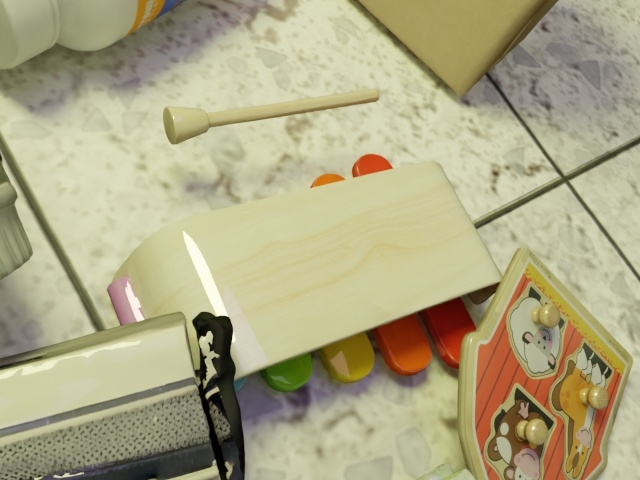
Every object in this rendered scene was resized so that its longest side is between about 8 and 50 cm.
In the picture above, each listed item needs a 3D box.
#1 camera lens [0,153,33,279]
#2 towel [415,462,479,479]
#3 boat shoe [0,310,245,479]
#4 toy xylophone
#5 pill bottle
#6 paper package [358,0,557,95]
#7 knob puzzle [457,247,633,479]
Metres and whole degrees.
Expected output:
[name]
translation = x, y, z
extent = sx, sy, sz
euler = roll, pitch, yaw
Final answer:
[camera lens]
translation = -0.293, -0.070, 0.328
extent = 0.219, 0.219, 0.274
euler = -33, 106, -34
[towel]
translation = 0.047, 0.353, 0.376
extent = 0.321, 0.090, 0.374
euler = -17, 71, -27
[boat shoe]
translation = -0.197, 0.150, 0.361
extent = 0.341, 0.127, 0.158
euler = -13, 92, -12
[toy xylophone]
translation = 0.000, 0.000, 0.549
extent = 0.323, 0.081, 0.236
euler = -7, 66, -27
[pill bottle]
translation = -0.173, -0.248, 0.567
extent = 0.152, 0.152, 0.272
euler = 42, 55, 2
[paper package]
translation = 0.133, -0.362, 0.668
extent = 0.325, 0.309, 0.168
euler = 45, 53, 3
[knob puzzle]
translation = 0.177, 0.130, 0.545
extent = 0.213, 0.030, 0.213
euler = 3, 85, -35
